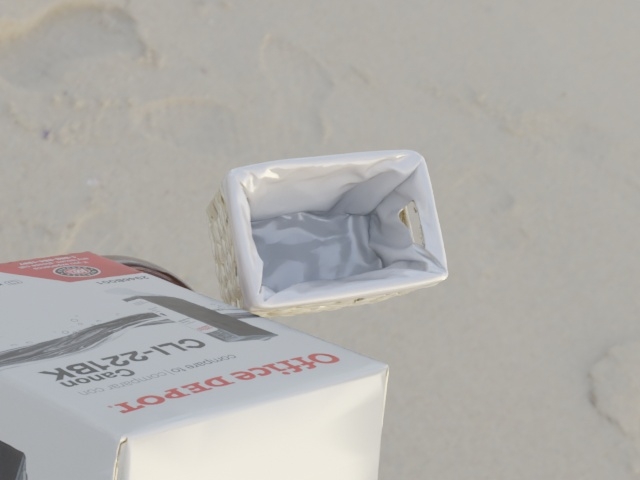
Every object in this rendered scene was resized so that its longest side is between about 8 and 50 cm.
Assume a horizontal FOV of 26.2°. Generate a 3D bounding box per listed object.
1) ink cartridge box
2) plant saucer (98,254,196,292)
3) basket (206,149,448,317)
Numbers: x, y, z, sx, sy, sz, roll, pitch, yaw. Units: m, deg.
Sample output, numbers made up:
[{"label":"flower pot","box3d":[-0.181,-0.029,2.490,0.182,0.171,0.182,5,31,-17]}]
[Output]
[{"label":"ink cartridge box","box3d":[-0.126,0.100,0.779,0.273,0.114,0.197,18,18,40]},{"label":"plant saucer","box3d":[-0.139,0.081,1.027,0.168,0.029,0.168,15,56,-25]},{"label":"basket","box3d":[0.000,0.000,1.096,0.167,0.103,0.113,-7,78,-20]}]
